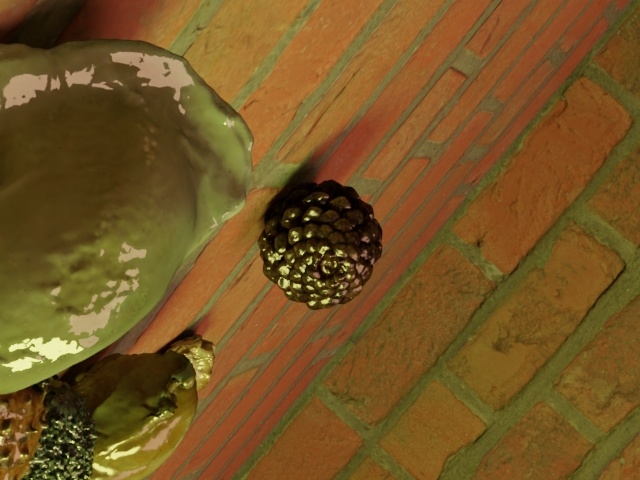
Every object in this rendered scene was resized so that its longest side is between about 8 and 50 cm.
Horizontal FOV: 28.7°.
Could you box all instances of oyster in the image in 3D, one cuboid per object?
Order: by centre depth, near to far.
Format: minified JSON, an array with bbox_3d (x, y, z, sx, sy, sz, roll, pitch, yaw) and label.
[{"bbox_3d":[-0.223,0.214,1.936,0.163,0.081,0.191,-48,165,23],"label":"oyster"}]

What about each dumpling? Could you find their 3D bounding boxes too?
[{"bbox_3d":[-0.209,-0.006,0.965,0.321,0.211,0.270,-53,170,-33],"label":"dumpling"}]

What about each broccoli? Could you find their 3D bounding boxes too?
[{"bbox_3d":[-0.345,0.251,1.382,0.226,0.176,0.198,-27,131,-21],"label":"broccoli"}]

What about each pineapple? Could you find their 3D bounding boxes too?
[{"bbox_3d":[-0.317,0.132,1.234,0.279,0.158,0.158,-57,171,-15],"label":"pineapple"}]

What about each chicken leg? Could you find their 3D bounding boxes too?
[{"bbox_3d":[-0.339,0.284,1.564,0.429,0.201,0.153,-34,121,-22],"label":"chicken leg"}]

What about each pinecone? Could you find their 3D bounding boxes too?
[{"bbox_3d":[0.003,-0.002,1.823,0.184,0.179,0.204,-42,-162,25],"label":"pinecone"}]
